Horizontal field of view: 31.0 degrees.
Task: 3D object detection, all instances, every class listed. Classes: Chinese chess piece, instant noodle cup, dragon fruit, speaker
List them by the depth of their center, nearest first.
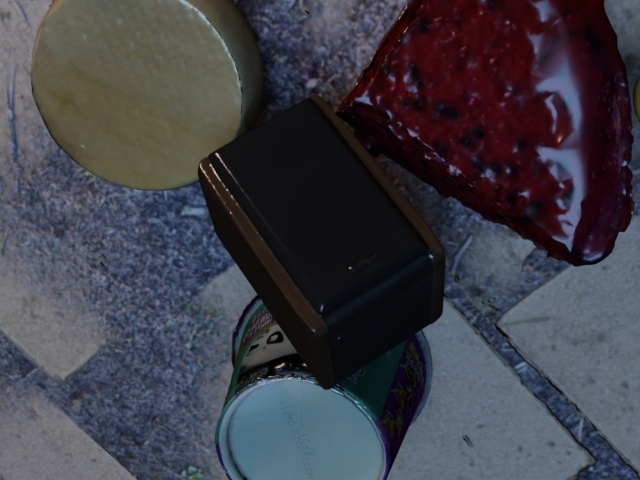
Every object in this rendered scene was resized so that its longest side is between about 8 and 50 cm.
[{"bbox_3d":[0.152,-0.100,1.117,0.330,0.240,0.302,53,147,4],"label":"dragon fruit"},{"bbox_3d":[0.000,0.000,1.177,0.153,0.192,0.231,-32,67,-11],"label":"speaker"},{"bbox_3d":[-0.185,-0.176,1.246,0.251,0.097,0.250,5,116,10],"label":"Chinese chess piece"},{"bbox_3d":[-0.005,0.189,1.322,0.251,0.190,0.251,5,115,10],"label":"instant noodle cup"}]

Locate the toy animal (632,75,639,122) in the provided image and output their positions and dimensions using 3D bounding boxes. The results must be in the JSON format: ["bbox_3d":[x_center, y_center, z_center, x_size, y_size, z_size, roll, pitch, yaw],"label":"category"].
[{"bbox_3d":[0.402,-0.171,1.072,0.216,0.191,0.338,1,121,10],"label":"toy animal"}]
